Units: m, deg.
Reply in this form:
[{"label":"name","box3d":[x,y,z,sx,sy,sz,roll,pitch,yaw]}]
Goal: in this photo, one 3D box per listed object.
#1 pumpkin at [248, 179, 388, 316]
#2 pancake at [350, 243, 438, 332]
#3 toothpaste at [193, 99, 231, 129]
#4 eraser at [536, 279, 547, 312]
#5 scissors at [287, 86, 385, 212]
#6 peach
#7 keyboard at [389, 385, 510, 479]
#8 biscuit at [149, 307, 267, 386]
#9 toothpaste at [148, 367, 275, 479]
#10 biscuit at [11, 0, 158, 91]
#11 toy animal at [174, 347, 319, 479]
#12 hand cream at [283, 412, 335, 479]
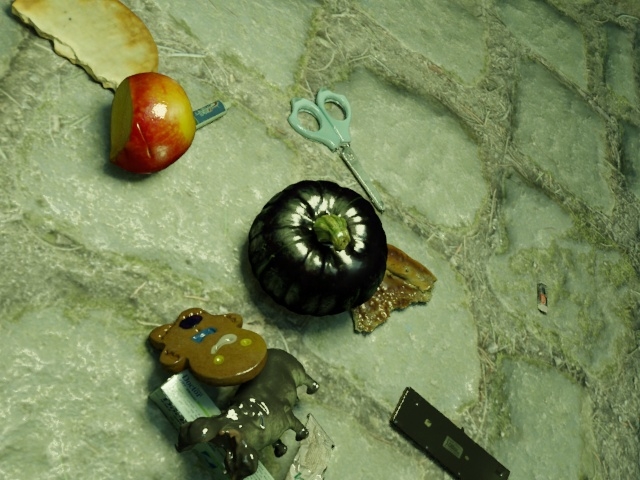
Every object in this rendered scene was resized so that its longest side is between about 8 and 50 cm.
[{"label":"pumpkin","box3d":[0.000,0.000,1.324,0.295,0.296,0.296,13,61,-25]},{"label":"pancake","box3d":[0.151,0.115,1.495,0.266,0.057,0.245,31,54,-14]},{"label":"toothpaste","box3d":[-0.272,-0.271,1.446,0.057,0.035,0.197,43,52,14]},{"label":"eraser","box3d":[0.608,0.152,1.778,0.027,0.019,0.099,22,58,-21]},{"label":"scissors","box3d":[0.062,-0.221,1.627,0.191,0.029,0.360,-30,86,-33]},{"label":"peach","box3d":[-0.348,-0.234,1.291,0.192,0.190,0.190,-37,89,-30]},{"label":"keyboard","box3d":[0.287,0.453,1.432,0.317,0.027,0.106,41,56,-7]},{"label":"biscuit","box3d":[-0.198,0.187,1.169,0.236,0.039,0.179,21,37,34]},{"label":"toothpaste","box3d":[-0.171,0.381,1.155,0.337,0.081,0.067,52,51,1]},{"label":"biscuit","box3d":[-0.478,-0.445,1.401,0.309,0.040,0.205,36,54,-12]},{"label":"toy animal","box3d":[-0.105,0.306,1.134,0.168,0.106,0.343,50,24,1]},{"label":"hand cream","box3d":[-0.025,0.411,1.190,0.084,0.050,0.257,48,24,-2]}]
